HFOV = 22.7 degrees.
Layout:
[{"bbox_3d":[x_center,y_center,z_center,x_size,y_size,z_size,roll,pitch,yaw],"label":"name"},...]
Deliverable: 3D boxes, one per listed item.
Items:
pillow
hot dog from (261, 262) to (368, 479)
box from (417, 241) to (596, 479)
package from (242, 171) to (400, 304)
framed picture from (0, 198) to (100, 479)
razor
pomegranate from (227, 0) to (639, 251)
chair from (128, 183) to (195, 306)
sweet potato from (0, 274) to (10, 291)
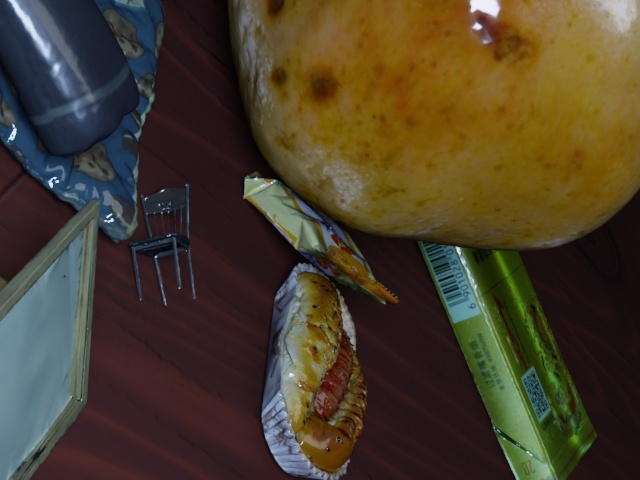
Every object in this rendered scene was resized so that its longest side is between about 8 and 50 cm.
[{"bbox_3d":[-0.171,-0.139,1.049,0.189,0.034,0.255,47,33,-36],"label":"pillow"},{"bbox_3d":[-0.003,0.098,1.171,0.099,0.053,0.192,50,27,-27],"label":"hot dog"},{"bbox_3d":[0.181,0.084,1.583,0.311,0.043,0.173,67,24,-2],"label":"box"},{"bbox_3d":[-0.001,-0.001,1.229,0.121,0.031,0.108,45,6,39],"label":"package"},{"bbox_3d":[-0.158,0.078,0.820,0.201,0.010,0.136,-60,160,-61],"label":"framed picture"},{"bbox_3d":[-0.166,-0.128,0.949,0.148,0.054,0.090,60,24,-17],"label":"razor"},{"bbox_3d":[0.098,-0.162,1.238,0.410,0.410,0.410,46,32,-40],"label":"pomegranate"},{"bbox_3d":[-0.105,-0.001,1.060,0.042,0.037,0.086,42,37,-65],"label":"chair"},{"bbox_3d":[-0.260,-0.042,0.701,0.385,0.109,0.109,40,36,-58],"label":"sweet potato"}]
